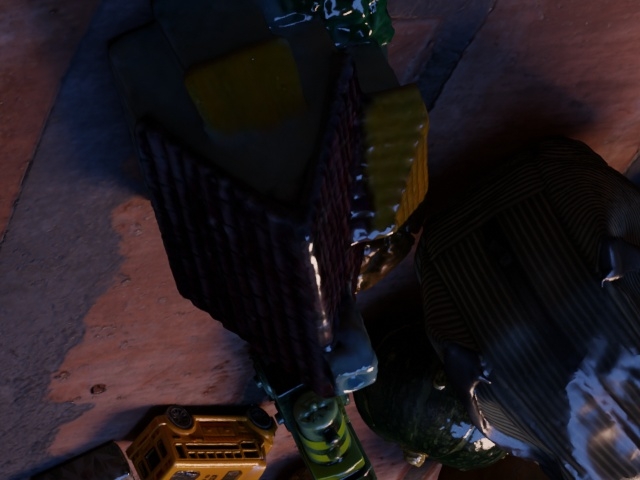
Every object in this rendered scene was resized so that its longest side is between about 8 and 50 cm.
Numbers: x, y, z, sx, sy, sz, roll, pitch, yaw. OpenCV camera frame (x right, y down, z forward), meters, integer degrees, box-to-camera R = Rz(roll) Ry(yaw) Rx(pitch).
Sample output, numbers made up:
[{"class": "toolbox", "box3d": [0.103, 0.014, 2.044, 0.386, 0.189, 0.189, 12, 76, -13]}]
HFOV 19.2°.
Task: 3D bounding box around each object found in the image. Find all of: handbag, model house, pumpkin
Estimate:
[{"class": "handbag", "box3d": [0.245, 0.094, 1.704, 0.247, 0.341, 0.240, -39, -166, 10]}, {"class": "model house", "box3d": [-0.007, -0.038, 1.413, 0.230, 0.249, 0.280, -24, 151, -8]}, {"class": "pumpkin", "box3d": [0.120, 0.155, 1.895, 0.190, 0.190, 0.146, 9, 110, -47]}]

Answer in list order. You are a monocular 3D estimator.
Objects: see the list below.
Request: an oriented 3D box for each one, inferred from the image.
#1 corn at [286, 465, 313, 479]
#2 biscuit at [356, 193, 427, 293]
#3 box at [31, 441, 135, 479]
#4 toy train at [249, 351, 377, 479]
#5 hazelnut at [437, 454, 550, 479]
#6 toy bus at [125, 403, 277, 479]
[{"class": "corn", "box3d": [-0.028, 0.356, 2.178, 0.106, 0.106, 0.293, -15, 146, -22]}, {"class": "biscuit", "box3d": [0.000, 0.000, 1.693, 0.225, 0.042, 0.226, -20, 149, -12]}, {"class": "box", "box3d": [-0.234, 0.246, 1.881, 0.098, 0.045, 0.062, -24, 150, -9]}, {"class": "toy train", "box3d": [-0.003, 0.171, 1.868, 0.083, 0.132, 0.200, -28, 153, -2]}, {"class": "hazelnut", "box3d": [0.305, 0.269, 2.117, 0.365, 0.366, 0.366, -21, 150, -13]}, {"class": "toy bus", "box3d": [-0.111, 0.214, 1.904, 0.162, 0.074, 0.069, 6, 135, -43]}]
